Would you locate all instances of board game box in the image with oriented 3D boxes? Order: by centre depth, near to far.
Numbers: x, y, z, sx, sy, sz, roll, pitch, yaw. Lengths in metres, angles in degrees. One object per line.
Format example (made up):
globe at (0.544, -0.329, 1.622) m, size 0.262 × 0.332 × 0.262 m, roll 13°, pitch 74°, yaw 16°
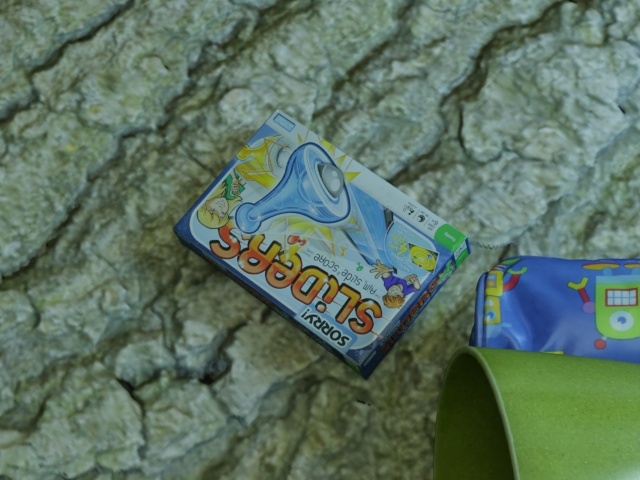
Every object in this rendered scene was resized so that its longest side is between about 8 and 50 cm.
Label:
board game box at (0.000, 0.000, 1.398) m, size 0.201 × 0.035 × 0.136 m, roll 35°, pitch 77°, yaw 23°

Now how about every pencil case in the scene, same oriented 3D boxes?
pencil case at (0.260, 0.062, 1.272) m, size 0.306 × 0.119 × 0.133 m, roll -6°, pitch 70°, yaw 9°

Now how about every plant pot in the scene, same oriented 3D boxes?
plant pot at (0.245, 0.201, 1.158) m, size 0.294 × 0.275 × 0.274 m, roll -2°, pitch 65°, yaw -8°
